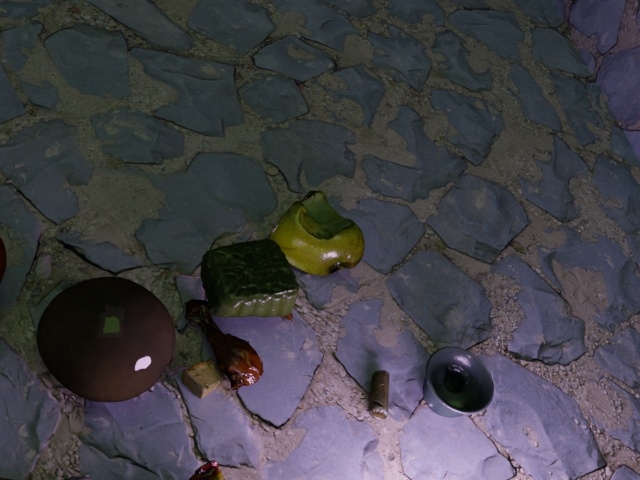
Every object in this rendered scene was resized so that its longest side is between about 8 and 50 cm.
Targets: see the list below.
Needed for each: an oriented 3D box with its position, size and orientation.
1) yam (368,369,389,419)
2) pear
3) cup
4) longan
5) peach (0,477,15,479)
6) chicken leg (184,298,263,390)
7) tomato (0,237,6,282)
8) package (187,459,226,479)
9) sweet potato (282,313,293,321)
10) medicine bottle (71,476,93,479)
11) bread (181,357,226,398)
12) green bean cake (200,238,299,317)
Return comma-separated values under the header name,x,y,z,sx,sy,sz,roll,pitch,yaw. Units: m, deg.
name,x,y,z,sx,sy,sz,roll,pitch,yaw
yam,0.163,0.425,1.911,0.054,0.054,0.132,16,49,-8
pear,0.000,0.000,2.115,0.255,0.164,0.238,41,49,12
cup,0.358,0.416,1.923,0.199,0.150,0.199,10,51,-13
longan,-0.513,0.235,1.671,0.319,0.319,0.318,10,51,-13
peach,-0.683,0.603,1.404,0.251,0.153,0.251,15,46,-17
chicken leg,-0.268,0.266,1.855,0.113,0.093,0.304,-24,60,-41
tomato,-0.919,0.053,1.646,0.322,0.321,0.321,10,51,-13
package,-0.232,0.667,1.547,0.288,0.108,0.223,39,56,22
sweet potato,-0.185,0.154,1.995,0.265,0.057,0.057,34,50,10
medicine bottle,-0.503,0.615,1.483,0.107,0.107,0.191,-20,62,-31
bread,-0.291,0.347,1.788,0.084,0.080,0.109,45,54,13
green bean cake,-0.202,0.110,1.909,0.248,0.124,0.222,-10,51,-23
